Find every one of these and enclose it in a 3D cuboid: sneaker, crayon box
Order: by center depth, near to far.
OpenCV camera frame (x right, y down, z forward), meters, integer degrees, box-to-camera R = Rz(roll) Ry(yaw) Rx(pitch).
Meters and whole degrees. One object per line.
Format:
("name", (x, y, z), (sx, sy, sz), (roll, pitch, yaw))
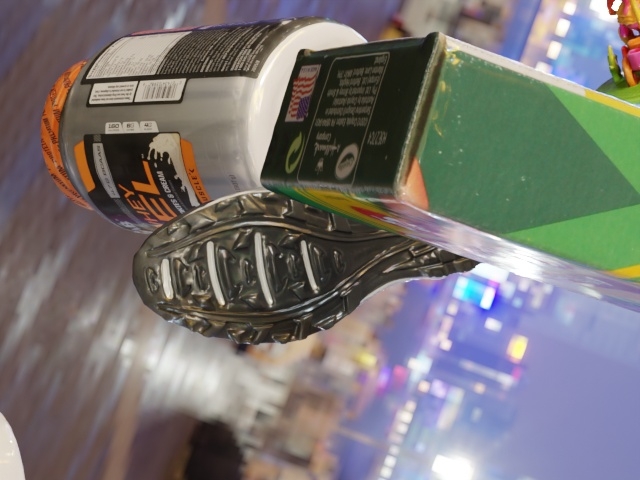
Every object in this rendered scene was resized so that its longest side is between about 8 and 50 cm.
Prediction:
("crayon box", (0.151, -0.013, 0.954), (0.202, 0.319, 0.081), (-172, -82, -71))
("sneaker", (0.000, 0.000, 1.261), (0.108, 0.272, 0.100), (13, -66, 63))

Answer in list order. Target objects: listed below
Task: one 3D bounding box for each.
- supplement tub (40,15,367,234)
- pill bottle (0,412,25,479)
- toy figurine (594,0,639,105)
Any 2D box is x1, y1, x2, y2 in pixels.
("supplement tub", (-0.100, -0.099, 1.717), (0.194, 0.316, 0.193), (-1, 92, -44))
("pill bottle", (-0.328, 0.157, 1.014), (0.176, 0.319, 0.176), (-2, -92, 59))
("toy figurine", (0.293, -0.227, 1.772), (0.173, 0.130, 0.159), (-63, 133, -68))
